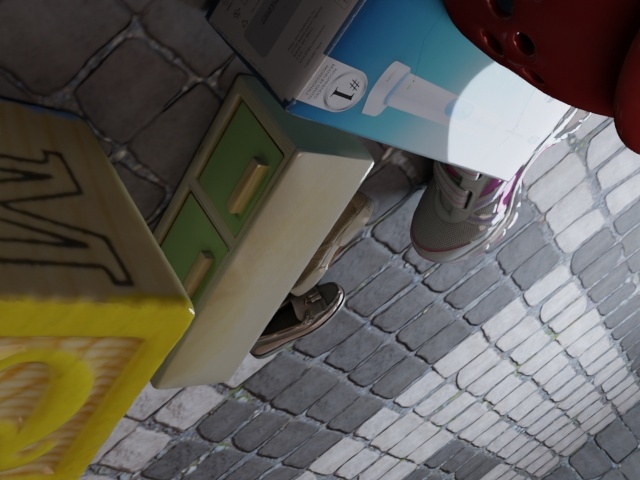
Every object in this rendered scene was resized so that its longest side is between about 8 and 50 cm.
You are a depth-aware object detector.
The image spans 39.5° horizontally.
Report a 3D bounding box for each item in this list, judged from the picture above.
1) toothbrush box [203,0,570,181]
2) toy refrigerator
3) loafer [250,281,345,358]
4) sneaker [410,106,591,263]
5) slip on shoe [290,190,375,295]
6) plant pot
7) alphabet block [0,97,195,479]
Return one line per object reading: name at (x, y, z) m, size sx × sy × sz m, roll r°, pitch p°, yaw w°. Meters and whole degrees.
toothbrush box at (0.100, -0.182, 0.669) m, size 0.296 × 0.126 × 0.216 m, roll 9°, pitch 125°, yaw -47°
toy refrigerator at (-0.078, 0.000, 0.761) m, size 0.094 × 0.102 × 0.269 m, roll 2°, pitch 132°, yaw -44°
loafer at (-0.030, 0.084, 0.969) m, size 0.125 × 0.045 × 0.039 m, roll -35°, pitch 141°, yaw 3°
sneaker at (0.155, -0.087, 0.881) m, size 0.111 × 0.103 × 0.252 m, roll 9°, pitch 121°, yaw -43°
slip on shoe at (0.000, 0.000, 0.893) m, size 0.041 × 0.051 × 0.135 m, roll 32°, pitch 124°, yaw -14°
plant pot at (0.193, -0.158, 0.520) m, size 0.191 × 0.174 × 0.191 m, roll -24°, pitch 141°, yaw -21°
alphabet block at (-0.232, 0.034, 0.571) m, size 0.193 × 0.197 × 0.192 m, roll 5°, pitch 129°, yaw -46°
